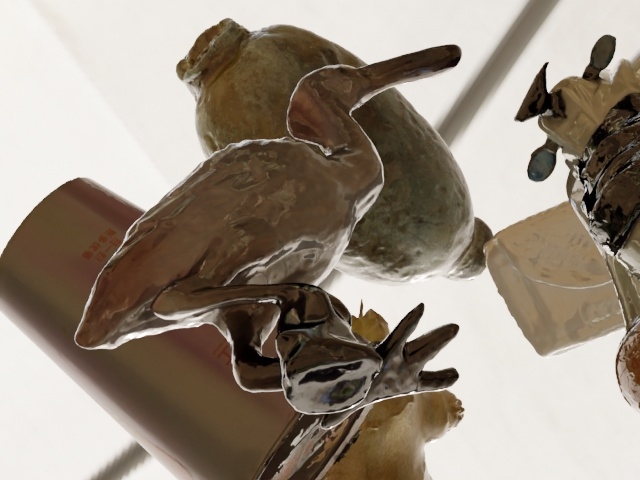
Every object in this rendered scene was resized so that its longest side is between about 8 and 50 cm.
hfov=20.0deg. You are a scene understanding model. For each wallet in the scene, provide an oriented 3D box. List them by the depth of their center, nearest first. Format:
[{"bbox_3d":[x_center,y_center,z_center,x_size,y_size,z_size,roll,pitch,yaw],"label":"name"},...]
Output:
[{"bbox_3d":[0.230,0.020,1.485,0.183,0.032,0.124,-23,-77,23],"label":"wallet"}]

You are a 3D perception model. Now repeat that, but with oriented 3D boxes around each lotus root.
[{"bbox_3d":[0.023,-0.067,1.657,0.175,0.349,0.175,-48,-164,19],"label":"lotus root"}]

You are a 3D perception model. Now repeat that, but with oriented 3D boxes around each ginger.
[{"bbox_3d":[0.066,0.250,1.603,0.166,0.236,0.375,-90,-163,-61],"label":"ginger"}]

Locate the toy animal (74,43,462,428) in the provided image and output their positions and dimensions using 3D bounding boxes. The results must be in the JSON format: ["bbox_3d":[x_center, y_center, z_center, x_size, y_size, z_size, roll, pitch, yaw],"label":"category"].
[{"bbox_3d":[-0.021,-0.009,0.992,0.195,0.090,0.324,2,-143,3],"label":"toy animal"}]

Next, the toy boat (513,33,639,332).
[{"bbox_3d":[0.197,-0.044,1.130,0.141,0.140,0.269,-47,-148,16],"label":"toy boat"}]

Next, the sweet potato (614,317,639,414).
[{"bbox_3d":[0.182,0.044,0.845,0.202,0.055,0.058,116,-4,-64],"label":"sweet potato"}]

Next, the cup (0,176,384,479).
[{"bbox_3d":[-0.112,0.082,1.448,0.288,0.203,0.203,35,-82,16],"label":"cup"}]
